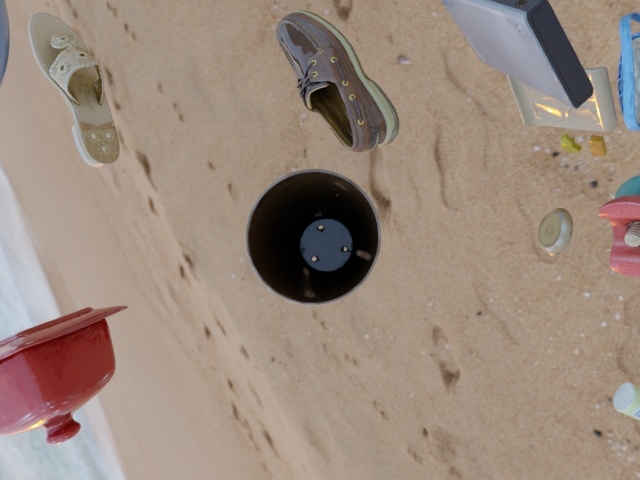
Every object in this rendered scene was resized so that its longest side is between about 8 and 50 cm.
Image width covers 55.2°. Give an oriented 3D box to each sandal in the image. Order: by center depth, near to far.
[{"bbox_3d":[-0.338,-0.230,0.887,0.079,0.088,0.240,-16,96,43],"label":"sandal"}]

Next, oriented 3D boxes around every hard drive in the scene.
[{"bbox_3d":[0.150,-0.163,0.487,0.094,0.022,0.135,42,-170,-34],"label":"hard drive"}]

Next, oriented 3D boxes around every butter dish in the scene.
[{"bbox_3d":[-0.278,0.147,0.615,0.160,0.160,0.118,-22,90,21],"label":"butter dish"}]

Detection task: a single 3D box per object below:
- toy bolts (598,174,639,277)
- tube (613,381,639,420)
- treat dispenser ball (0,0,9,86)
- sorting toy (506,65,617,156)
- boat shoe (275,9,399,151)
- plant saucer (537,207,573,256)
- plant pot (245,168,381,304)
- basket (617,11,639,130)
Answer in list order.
[{"bbox_3d":[0.454,-0.014,0.690,0.228,0.158,0.218,10,131,42],"label":"toy bolts"},{"bbox_3d":[0.693,0.351,1.194,0.240,0.070,0.062,25,100,-3],"label":"tube"},{"bbox_3d":[-0.430,-0.197,0.529,0.288,0.288,0.288,29,132,39],"label":"treat dispenser ball"},{"bbox_3d":[0.613,-0.325,1.524,0.229,0.041,0.307,12,155,39],"label":"sorting toy"},{"bbox_3d":[0.007,-0.164,0.626,0.178,0.060,0.064,54,146,12],"label":"boat shoe"},{"bbox_3d":[0.390,-0.015,1.031,0.083,0.015,0.083,-169,90,-73],"label":"plant saucer"},{"bbox_3d":[0.000,0.000,1.074,0.215,0.215,0.230,60,-176,6],"label":"plant pot"},{"bbox_3d":[0.774,-0.368,1.396,0.201,0.289,0.255,0,91,51],"label":"basket"}]
